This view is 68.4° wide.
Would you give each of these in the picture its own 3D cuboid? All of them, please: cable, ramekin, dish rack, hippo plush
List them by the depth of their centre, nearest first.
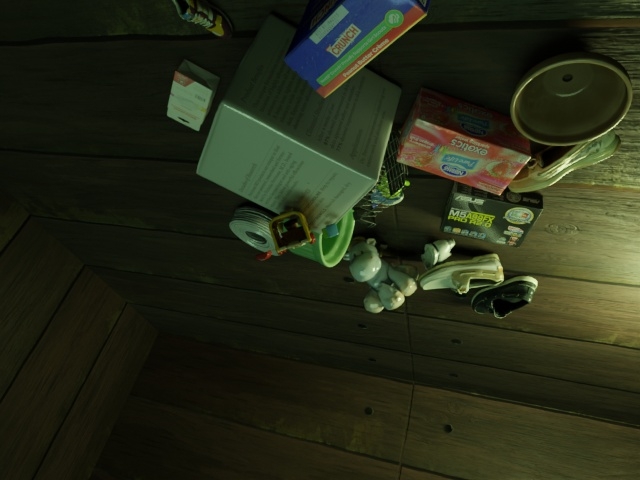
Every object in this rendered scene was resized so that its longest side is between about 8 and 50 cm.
[{"bbox_3d":[0.174,-0.181,1.392,0.074,0.209,0.271,4,155,-30],"label":"dish rack"},{"bbox_3d":[-0.001,-0.074,1.579,0.148,0.304,0.303,12,149,22],"label":"ramekin"},{"bbox_3d":[0.228,0.100,1.803,0.234,0.294,0.237,-25,117,19],"label":"hippo plush"},{"bbox_3d":[-0.247,-0.036,1.922,0.257,0.089,0.257,5,149,41],"label":"cable"}]

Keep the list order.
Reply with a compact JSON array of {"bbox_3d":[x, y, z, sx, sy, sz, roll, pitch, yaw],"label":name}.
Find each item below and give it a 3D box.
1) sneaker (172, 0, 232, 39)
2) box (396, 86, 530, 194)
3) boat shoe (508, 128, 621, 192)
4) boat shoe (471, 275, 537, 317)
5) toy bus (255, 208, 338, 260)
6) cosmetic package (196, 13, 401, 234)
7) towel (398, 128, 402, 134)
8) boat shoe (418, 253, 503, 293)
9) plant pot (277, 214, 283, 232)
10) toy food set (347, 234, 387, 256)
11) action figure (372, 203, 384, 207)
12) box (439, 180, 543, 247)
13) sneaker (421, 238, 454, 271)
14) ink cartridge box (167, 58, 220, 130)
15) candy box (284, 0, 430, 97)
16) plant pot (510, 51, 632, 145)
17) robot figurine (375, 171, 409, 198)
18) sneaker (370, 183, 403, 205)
[{"bbox_3d":[-0.303,-0.559,1.166,0.069,0.084,0.185,-18,134,43],"label":"sneaker"},{"bbox_3d":[0.367,-0.255,1.229,0.299,0.142,0.154,18,142,-4],"label":"box"},{"bbox_3d":[0.615,-0.220,1.233,0.285,0.105,0.089,-29,122,37],"label":"boat shoe"},{"bbox_3d":[0.725,0.253,1.889,0.127,0.113,0.340,27,147,-16],"label":"boat shoe"},{"bbox_3d":[-0.075,-0.029,1.233,0.202,0.190,0.105,-17,93,46],"label":"toy bus"},{"bbox_3d":[-0.057,-0.284,1.236,0.393,0.330,0.327,26,150,-12],"label":"cosmetic package"},{"bbox_3d":[0.304,-0.275,1.364,0.113,0.023,0.152,-9,140,35],"label":"towel"},{"bbox_3d":[0.512,0.136,1.717,0.302,0.104,0.113,-17,151,9],"label":"boat shoe"},{"bbox_3d":[-0.118,-0.080,1.821,0.081,0.083,0.081,-17,135,42],"label":"plant pot"},{"bbox_3d":[0.163,0.019,1.889,0.191,0.039,0.132,7,154,-2],"label":"toy food set"},{"bbox_3d":[0.168,-0.120,1.630,0.115,0.030,0.038,-5,153,-6],"label":"action figure"},{"bbox_3d":[0.538,-0.083,1.512,0.269,0.060,0.216,12,149,8],"label":"box"},{"bbox_3d":[0.440,0.061,1.765,0.094,0.090,0.235,-27,162,-7],"label":"sneaker"},{"bbox_3d":[-0.388,-0.433,1.423,0.115,0.067,0.198,26,146,-13],"label":"ink cartridge box"},{"bbox_3d":[0.086,-0.471,0.886,0.122,0.317,0.268,35,145,-26],"label":"candy box"},{"bbox_3d":[0.556,-0.336,1.061,0.237,0.110,0.237,12,148,8],"label":"plant pot"},{"bbox_3d":[0.222,-0.180,1.464,0.101,0.115,0.067,-4,142,30],"label":"robot figurine"},{"bbox_3d":[0.195,-0.163,1.559,0.152,0.058,0.085,8,156,28],"label":"sneaker"}]
